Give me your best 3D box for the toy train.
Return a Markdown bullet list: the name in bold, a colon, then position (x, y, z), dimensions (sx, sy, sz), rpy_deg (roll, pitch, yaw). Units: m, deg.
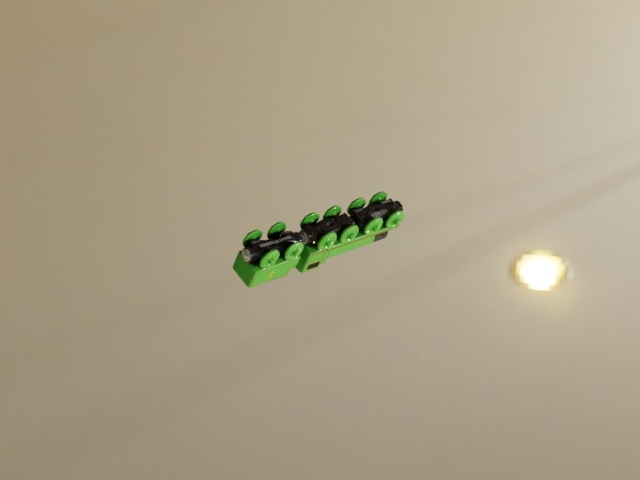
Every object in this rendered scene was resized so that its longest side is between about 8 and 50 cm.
- **toy train**: position (0.000, 0.000, 0.766), dimensions (0.083, 0.023, 0.017), rpy_deg (-17, -125, -38)
